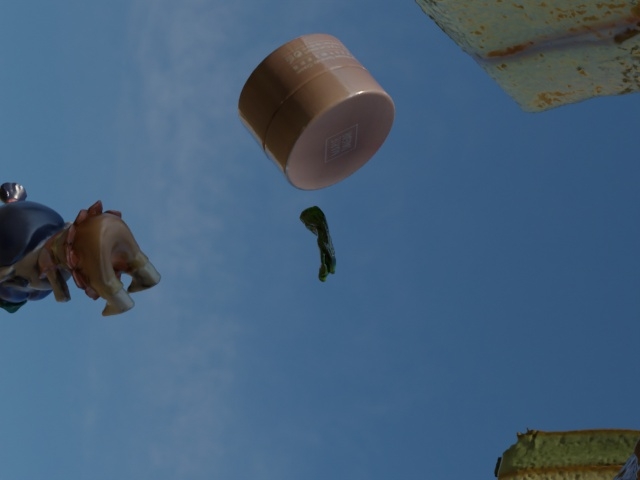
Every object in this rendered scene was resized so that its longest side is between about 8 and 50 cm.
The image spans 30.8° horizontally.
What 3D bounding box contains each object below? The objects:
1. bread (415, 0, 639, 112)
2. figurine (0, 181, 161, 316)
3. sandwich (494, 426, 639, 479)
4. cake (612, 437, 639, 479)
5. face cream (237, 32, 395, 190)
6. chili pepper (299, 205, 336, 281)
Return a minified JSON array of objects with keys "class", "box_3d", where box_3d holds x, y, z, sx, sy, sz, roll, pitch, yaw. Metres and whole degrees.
[{"class":"bread","box_3d":[0.202,-0.160,0.814,0.163,0.168,0.264,-49,-152,7]},{"class":"figurine","box_3d":[-0.243,0.007,1.049,0.195,0.111,0.102,-3,-64,31]},{"class":"sandwich","box_3d":[0.302,0.255,1.060,0.198,0.227,0.155,-45,-162,47]},{"class":"cake","box_3d":[0.357,0.184,0.826,0.282,0.290,0.255,38,-52,16]},{"class":"face cream","box_3d":[-0.005,-0.143,1.303,0.104,0.149,0.149,52,-50,28]},{"class":"chili pepper","box_3d":[0.001,0.000,1.245,0.034,0.030,0.091,-32,-122,26]}]
